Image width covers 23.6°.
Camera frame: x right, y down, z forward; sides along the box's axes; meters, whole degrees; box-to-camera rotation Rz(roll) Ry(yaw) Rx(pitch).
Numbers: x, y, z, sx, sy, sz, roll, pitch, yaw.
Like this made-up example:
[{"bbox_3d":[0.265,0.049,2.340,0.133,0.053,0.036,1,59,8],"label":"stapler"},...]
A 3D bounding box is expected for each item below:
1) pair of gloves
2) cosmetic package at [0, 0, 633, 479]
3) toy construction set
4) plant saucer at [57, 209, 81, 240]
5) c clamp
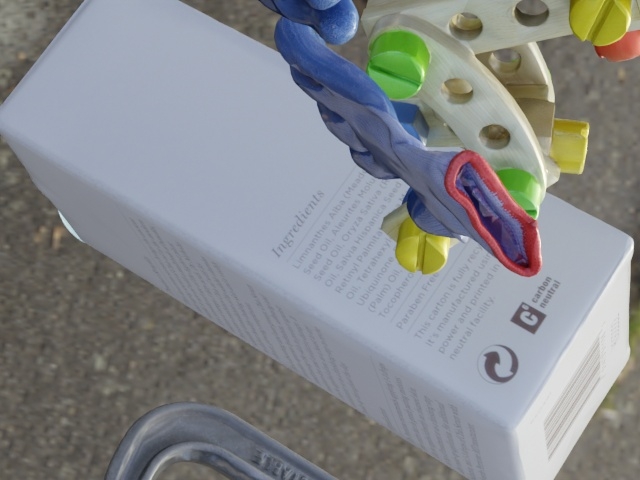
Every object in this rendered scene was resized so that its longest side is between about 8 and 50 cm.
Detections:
[{"bbox_3d":[0.000,-0.070,0.506,0.023,0.159,0.198,-40,117,-5],"label":"pair of gloves"},{"bbox_3d":[0.000,0.000,1.154,0.161,0.453,0.230,-55,159,-15],"label":"cosmetic package"},{"bbox_3d":[0.161,-0.112,0.776,0.151,0.328,0.215,-94,163,-54],"label":"toy construction set"},{"bbox_3d":[-0.298,-0.087,2.173,0.195,0.037,0.194,-15,115,-34],"label":"plant saucer"},{"bbox_3d":[-0.021,0.135,0.573,0.161,0.022,0.137,36,49,0],"label":"c clamp"}]
